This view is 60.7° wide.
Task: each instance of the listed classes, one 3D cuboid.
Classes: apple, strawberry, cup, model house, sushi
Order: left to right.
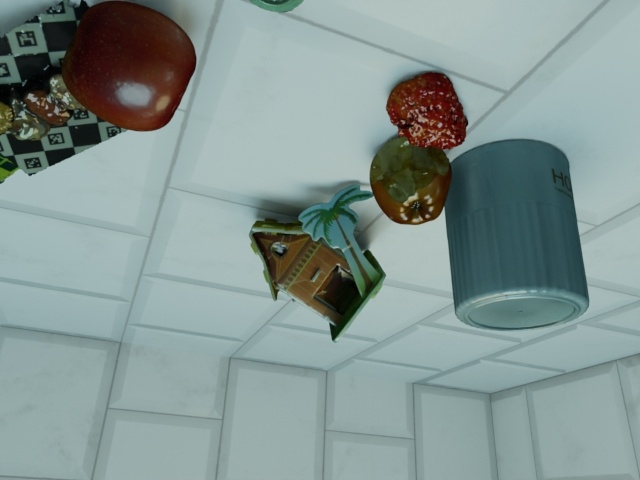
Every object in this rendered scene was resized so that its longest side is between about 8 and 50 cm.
[{"bbox_3d":[-0.432,-0.219,0.891,0.290,0.050,0.264,-27,149,1],"label":"sushi"},{"bbox_3d":[-0.276,-0.254,0.798,0.168,0.181,0.181,23,147,-30],"label":"apple"},{"bbox_3d":[0.000,0.000,1.343,0.323,0.340,0.300,34,-172,-9],"label":"model house"},{"bbox_3d":[0.174,-0.109,1.061,0.156,0.158,0.147,-4,155,4],"label":"apple"},{"bbox_3d":[0.197,-0.209,0.950,0.121,0.082,0.188,-25,139,38],"label":"strawberry"},{"bbox_3d":[0.382,0.019,1.123,0.256,0.311,0.331,1,153,3],"label":"cup"}]

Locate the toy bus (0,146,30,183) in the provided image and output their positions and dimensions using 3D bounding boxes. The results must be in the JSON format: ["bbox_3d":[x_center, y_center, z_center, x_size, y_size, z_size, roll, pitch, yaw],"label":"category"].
[{"bbox_3d":[-0.646,-0.220,0.952,0.150,0.128,0.262,-18,149,31],"label":"toy bus"}]

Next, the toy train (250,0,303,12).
[{"bbox_3d":[-0.017,-0.380,0.557,0.304,0.150,0.221,-6,146,29],"label":"toy train"}]
